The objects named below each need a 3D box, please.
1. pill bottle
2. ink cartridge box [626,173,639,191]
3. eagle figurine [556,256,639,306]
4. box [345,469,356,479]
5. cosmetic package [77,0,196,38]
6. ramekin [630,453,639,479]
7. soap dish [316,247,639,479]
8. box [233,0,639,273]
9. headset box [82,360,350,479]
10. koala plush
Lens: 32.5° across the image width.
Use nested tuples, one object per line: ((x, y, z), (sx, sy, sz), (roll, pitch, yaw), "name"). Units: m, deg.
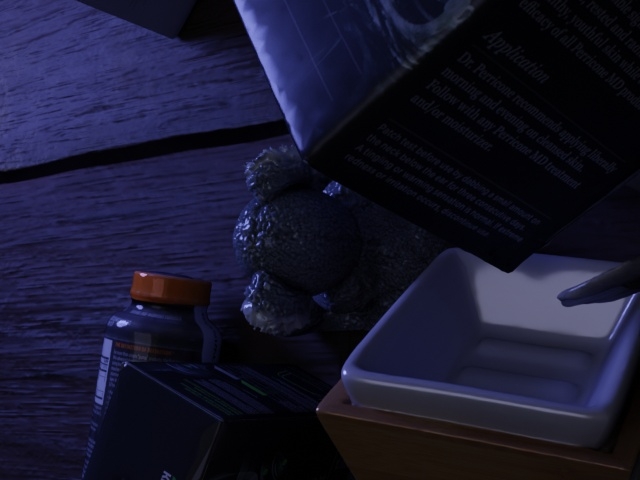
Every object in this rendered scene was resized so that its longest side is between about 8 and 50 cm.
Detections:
((-0.180, 0.158, 1.203), (0.130, 0.130, 0.245), (8, 89, 34), "pill bottle")
((0.320, -0.136, 0.939), (0.175, 0.072, 0.127), (-29, 68, 28), "ink cartridge box")
((0.329, -0.017, 0.773), (0.226, 0.225, 0.298), (0, 63, 47), "eagle figurine")
((0.116, 0.223, 1.020), (0.156, 0.093, 0.158), (24, 97, 34), "box")
((-0.233, -0.352, 1.270), (0.151, 0.184, 0.151), (41, 105, 31), "cosmetic package")
((0.341, 0.205, 0.861), (0.207, 0.109, 0.207), (-5, 81, 34), "ramekin")
((0.159, 0.111, 0.887), (0.229, 0.291, 0.118), (6, 113, 24), "soap dish")
((0.164, -0.321, 0.883), (0.472, 0.297, 0.480), (-40, 51, 22), "box")
((-0.102, 0.252, 1.048), (0.131, 0.283, 0.246), (24, 98, 33), "headset box")
((0.000, 0.000, 1.047), (0.203, 0.221, 0.196), (4, 86, 34), "koala plush")
